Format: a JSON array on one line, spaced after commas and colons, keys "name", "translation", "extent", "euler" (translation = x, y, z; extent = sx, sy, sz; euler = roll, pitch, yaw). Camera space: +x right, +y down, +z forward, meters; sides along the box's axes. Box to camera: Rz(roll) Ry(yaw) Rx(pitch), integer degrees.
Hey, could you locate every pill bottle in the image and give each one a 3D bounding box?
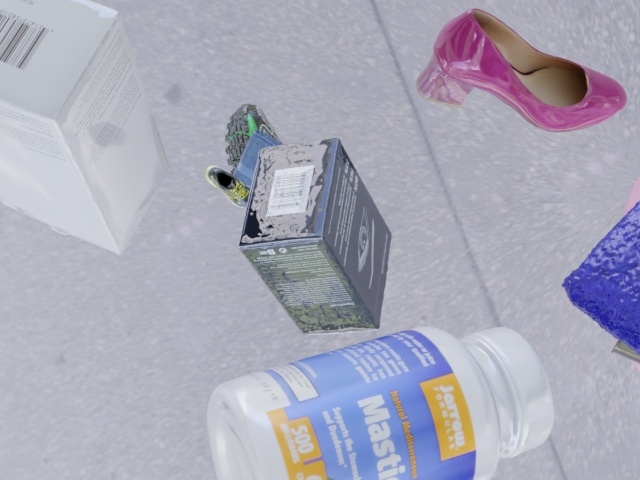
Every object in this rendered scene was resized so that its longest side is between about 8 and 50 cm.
[{"name": "pill bottle", "translation": [0.055, 0.159, 0.924], "extent": [0.272, 0.152, 0.152], "euler": [-14, 89, -22]}]

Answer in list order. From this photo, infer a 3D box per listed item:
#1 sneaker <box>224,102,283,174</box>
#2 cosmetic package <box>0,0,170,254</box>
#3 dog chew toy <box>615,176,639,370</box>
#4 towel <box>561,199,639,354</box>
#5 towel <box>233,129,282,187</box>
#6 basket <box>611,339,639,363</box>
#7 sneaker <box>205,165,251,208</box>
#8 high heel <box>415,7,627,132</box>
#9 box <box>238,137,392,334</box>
[{"name": "sneaker", "translation": [-0.055, -0.095, 1.952], "extent": [0.146, 0.134, 0.343], "euler": [-35, 109, -18]}, {"name": "cosmetic package", "translation": [-0.321, -0.144, 1.312], "extent": [0.197, 0.365, 0.155], "euler": [23, 70, 9]}, {"name": "dog chew toy", "translation": [0.509, 0.044, 1.538], "extent": [0.207, 0.206, 0.332], "euler": [19, 118, 15]}, {"name": "towel", "translation": [0.371, 0.035, 0.860], "extent": [0.227, 0.076, 0.308], "euler": [-44, 46, -9]}, {"name": "towel", "translation": [-0.098, -0.109, 1.699], "extent": [0.067, 0.029, 0.119], "euler": [35, 119, 15]}, {"name": "basket", "translation": [0.487, 0.105, 1.250], "extent": [0.227, 0.154, 0.204], "euler": [33, 100, 17]}, {"name": "sneaker", "translation": [-0.114, -0.067, 1.428], "extent": [0.083, 0.035, 0.031], "euler": [33, 86, -19]}, {"name": "high heel", "translation": [0.347, -0.266, 1.694], "extent": [0.377, 0.181, 0.127], "euler": [-1, 63, -22]}, {"name": "box", "translation": [0.000, 0.000, 1.331], "extent": [0.108, 0.207, 0.153], "euler": [-6, 52, 21]}]
